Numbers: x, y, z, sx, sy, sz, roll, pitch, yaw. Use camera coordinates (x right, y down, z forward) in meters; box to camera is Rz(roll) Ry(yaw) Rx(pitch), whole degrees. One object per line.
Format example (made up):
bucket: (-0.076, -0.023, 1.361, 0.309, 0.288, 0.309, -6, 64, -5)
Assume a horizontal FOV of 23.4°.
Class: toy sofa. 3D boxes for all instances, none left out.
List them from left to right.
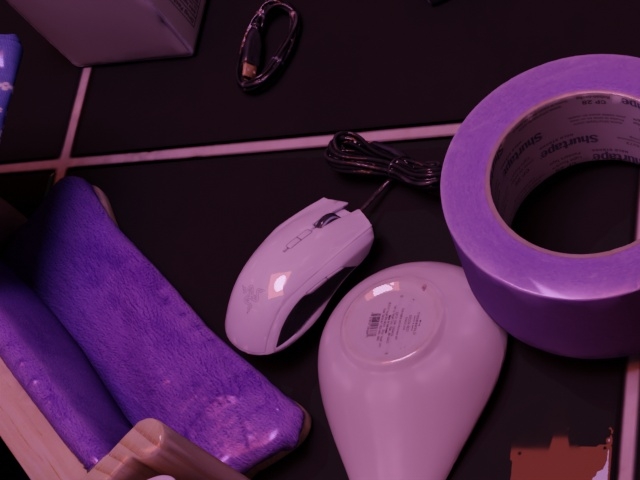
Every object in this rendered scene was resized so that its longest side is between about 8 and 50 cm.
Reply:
toy sofa: (-0.186, 0.071, 1.117, 0.177, 0.150, 0.362, -46, 53, 0)

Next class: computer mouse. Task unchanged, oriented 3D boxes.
computer mouse: (-0.050, -0.232, 1.280, 0.071, 0.041, 0.242, -11, 60, 21)
computer mouse: (0.000, 0.000, 1.112, 0.106, 0.042, 0.193, 29, 72, 35)

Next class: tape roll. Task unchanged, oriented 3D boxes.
tape roll: (0.177, -0.023, 1.004, 0.189, 0.080, 0.189, -9, 55, 13)

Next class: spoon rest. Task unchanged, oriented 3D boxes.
spoon rest: (0.044, 0.128, 1.024, 0.137, 0.084, 0.276, 0, 51, 26)

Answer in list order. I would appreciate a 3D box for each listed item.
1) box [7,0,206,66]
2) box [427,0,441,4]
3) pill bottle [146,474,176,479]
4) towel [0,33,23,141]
box: (-0.169, -0.284, 1.304, 0.127, 0.148, 0.232, -2, 63, 27)
box: (0.121, -0.291, 1.191, 0.158, 0.093, 0.156, -24, 55, 16)
pill bottle: (-0.068, 0.224, 0.956, 0.087, 0.160, 0.087, -32, 20, 13)
towel: (-0.342, 0.008, 1.127, 0.243, 0.040, 0.336, -3, 67, 27)
